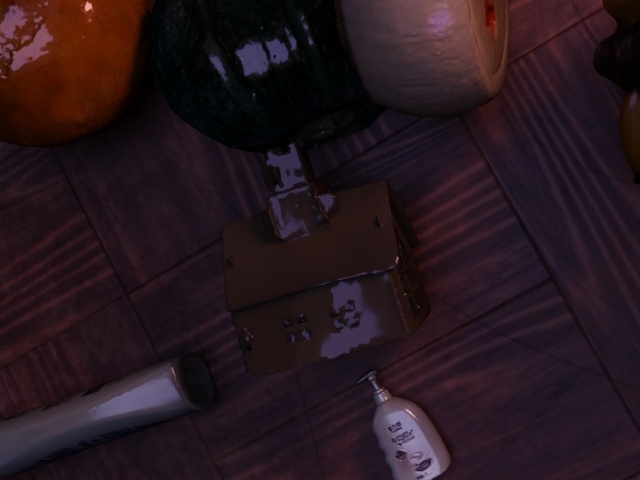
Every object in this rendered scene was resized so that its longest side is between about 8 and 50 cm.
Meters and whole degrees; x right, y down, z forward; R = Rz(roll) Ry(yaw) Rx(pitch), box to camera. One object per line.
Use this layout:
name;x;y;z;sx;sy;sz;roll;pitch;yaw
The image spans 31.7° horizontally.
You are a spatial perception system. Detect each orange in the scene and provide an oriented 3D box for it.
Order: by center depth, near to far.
orange;-0.351;-0.257;1.411;0.284;0.226;0.283;-1;86;11

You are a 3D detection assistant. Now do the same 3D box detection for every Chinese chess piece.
Chinese chess piece;0.114;-0.302;1.221;0.141;0.338;0.338;-5;90;19

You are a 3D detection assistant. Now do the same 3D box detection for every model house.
model house;0.000;0.000;1.321;0.211;0.204;0.243;-16;96;16

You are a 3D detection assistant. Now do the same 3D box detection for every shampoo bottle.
shampoo bottle;0.097;0.226;1.387;0.077;0.045;0.152;-29;83;14
shampoo bottle;-0.321;0.238;1.456;0.360;0.134;0.078;-21;84;15

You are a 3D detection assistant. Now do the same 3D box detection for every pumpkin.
pumpkin;-0.070;-0.242;1.348;0.293;0.197;0.263;-17;84;13

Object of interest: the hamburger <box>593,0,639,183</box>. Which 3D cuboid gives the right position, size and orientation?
hamburger;0.471;-0.213;1.118;0.396;0.396;0.277;-7;87;16
